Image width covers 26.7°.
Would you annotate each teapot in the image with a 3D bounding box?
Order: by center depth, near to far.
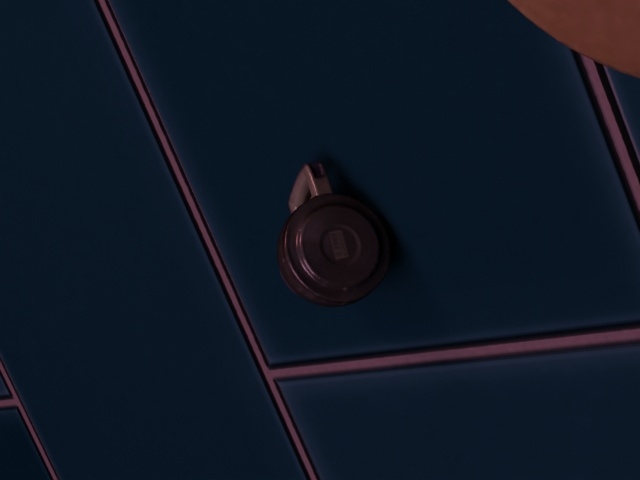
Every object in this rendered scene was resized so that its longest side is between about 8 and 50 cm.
[{"bbox_3d":[0.000,0.000,0.807,0.057,0.066,0.088,139,119,-65],"label":"teapot"}]

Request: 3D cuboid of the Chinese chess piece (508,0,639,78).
[{"bbox_3d":[0.156,-0.189,0.511,0.273,0.102,0.273,22,129,31],"label":"Chinese chess piece"}]
